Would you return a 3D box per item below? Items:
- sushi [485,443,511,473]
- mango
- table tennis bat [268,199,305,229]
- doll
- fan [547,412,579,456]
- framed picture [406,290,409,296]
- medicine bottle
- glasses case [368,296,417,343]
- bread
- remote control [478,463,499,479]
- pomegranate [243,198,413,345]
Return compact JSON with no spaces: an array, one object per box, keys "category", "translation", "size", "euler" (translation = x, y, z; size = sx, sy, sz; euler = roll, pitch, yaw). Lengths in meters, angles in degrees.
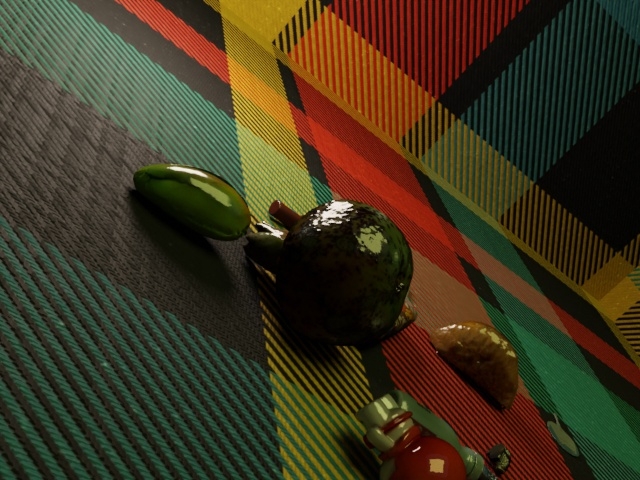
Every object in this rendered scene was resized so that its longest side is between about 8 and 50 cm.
[{"category":"sushi","translation":[0.372,0.460,1.751],"size":[0.046,0.044,0.083],"euler":[66,21,0]},{"category":"mango","translation":[-0.234,-0.079,1.560],"size":[0.233,0.111,0.125],"euler":[26,8,-11]},{"category":"table tennis bat","translation":[0.000,0.000,1.992],"size":[0.310,0.038,0.200],"euler":[36,18,-33]},{"category":"doll","translation":[0.166,0.379,1.340],"size":[0.290,0.130,0.161],"euler":[54,21,15]},{"category":"fan","translation":[0.638,0.509,2.230],"size":[0.113,0.005,0.175],"euler":[39,20,-11]},{"category":"framed picture","translation":[0.172,0.086,2.138],"size":[0.150,0.015,0.203],"euler":[50,15,-2]},{"category":"medicine bottle","translation":[0.193,0.358,1.502],"size":[0.217,0.090,0.090],"euler":[38,19,-17]},{"category":"glasses case","translation":[0.125,0.152,1.829],"size":[0.122,0.082,0.321],"euler":[50,19,13]},{"category":"bread","translation":[0.402,0.277,2.049],"size":[0.260,0.134,0.129],"euler":[43,17,0]},{"category":"remote control","translation":[0.346,0.485,1.643],"size":[0.152,0.027,0.043],"euler":[46,12,2]},{"category":"pomegranate","translation":[-0.001,0.049,1.587],"size":[0.341,0.285,0.285],"euler":[15,4,29]}]
